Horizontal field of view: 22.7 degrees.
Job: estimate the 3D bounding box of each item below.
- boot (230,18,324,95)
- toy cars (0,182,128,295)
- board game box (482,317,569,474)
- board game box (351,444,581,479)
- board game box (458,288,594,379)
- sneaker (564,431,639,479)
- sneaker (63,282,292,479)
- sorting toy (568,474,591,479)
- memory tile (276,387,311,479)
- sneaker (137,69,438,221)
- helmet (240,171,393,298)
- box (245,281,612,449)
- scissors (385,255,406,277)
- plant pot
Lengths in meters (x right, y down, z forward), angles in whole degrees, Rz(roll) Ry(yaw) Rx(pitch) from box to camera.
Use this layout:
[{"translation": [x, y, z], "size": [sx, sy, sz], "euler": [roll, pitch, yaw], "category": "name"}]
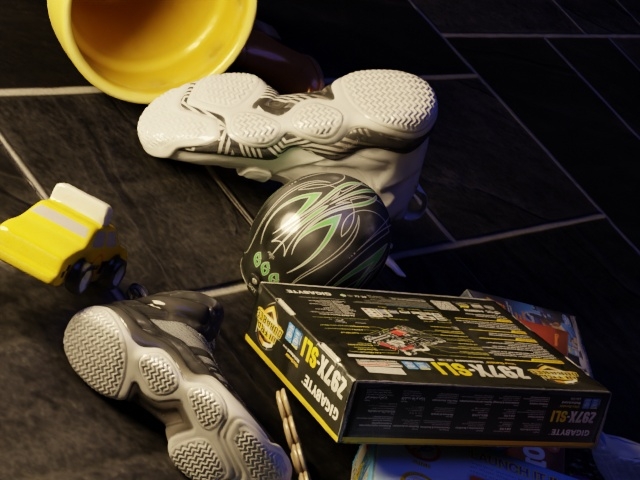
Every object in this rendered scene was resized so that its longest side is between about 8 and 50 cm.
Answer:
[{"translation": [-0.095, -0.250, 2.204], "size": [0.152, 0.073, 0.197], "euler": [6, 31, -46], "category": "boot"}, {"translation": [-0.332, -0.035, 1.548], "size": [0.393, 0.087, 0.176], "euler": [19, 9, -37], "category": "toy cars"}, {"translation": [0.220, 0.196, 1.889], "size": [0.145, 0.027, 0.281], "euler": [15, 42, -4], "category": "board game box"}, {"translation": [0.174, 0.340, 1.596], "size": [0.308, 0.086, 0.302], "euler": [20, 32, -5], "category": "board game box"}, {"translation": [0.257, 0.147, 2.053], "size": [0.194, 0.060, 0.194], "euler": [23, 34, -23], "category": "board game box"}, {"translation": [0.347, 0.275, 1.974], "size": [0.237, 0.085, 0.086], "euler": [24, -10, -9], "category": "sneaker"}, {"translation": [-0.118, 0.139, 1.598], "size": [0.268, 0.101, 0.153], "euler": [39, 32, 5], "category": "sneaker"}, {"translation": [0.415, 0.359, 1.928], "size": [0.365, 0.127, 0.126], "euler": [25, 3, -19], "category": "sorting toy"}, {"translation": [-0.018, 0.232, 1.601], "size": [0.012, 0.113, 0.148], "euler": [-16, 44, -2], "category": "memory tile"}, {"translation": [-0.036, -0.092, 1.974], "size": [0.365, 0.210, 0.137], "euler": [-4, 41, 2], "category": "sneaker"}, {"translation": [0.000, 0.000, 1.864], "size": [0.169, 0.161, 0.169], "euler": [28, 31, -19], "category": "helmet"}, {"translation": [0.113, 0.135, 1.736], "size": [0.322, 0.079, 0.257], "euler": [5, 21, -28], "category": "box"}, {"translation": [0.008, -0.065, 2.108], "size": [0.297, 0.021, 0.109], "euler": [37, 29, -3], "category": "scissors"}, {"translation": [-0.237, -0.334, 2.008], "size": [0.254, 0.254, 0.239], "euler": [16, 20, -34], "category": "plant pot"}]
